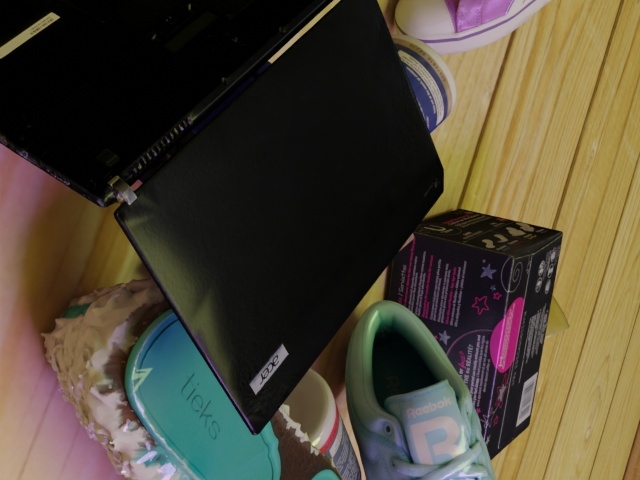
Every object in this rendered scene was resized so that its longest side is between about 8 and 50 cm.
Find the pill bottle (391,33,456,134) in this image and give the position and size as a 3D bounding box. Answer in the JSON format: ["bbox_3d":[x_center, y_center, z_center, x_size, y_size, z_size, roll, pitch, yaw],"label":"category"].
[{"bbox_3d":[0.034,-0.096,0.794,0.169,0.094,0.094,-44,138,-29],"label":"pill bottle"}]

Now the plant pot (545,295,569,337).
[{"bbox_3d":[0.243,0.083,1.193,0.134,0.134,0.095,-10,84,-56],"label":"plant pot"}]

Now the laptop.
[{"bbox_3d":[-0.074,-0.070,0.544,0.234,0.264,0.136,-50,164,-35],"label":"laptop"}]

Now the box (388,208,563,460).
[{"bbox_3d":[0.166,0.104,1.050,0.163,0.142,0.247,-17,118,-55],"label":"box"}]

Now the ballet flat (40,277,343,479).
[{"bbox_3d":[-0.067,0.187,0.680,0.147,0.147,0.409,-48,125,-36],"label":"ballet flat"}]

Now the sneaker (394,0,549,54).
[{"bbox_3d":[0.180,-0.288,0.831,0.282,0.102,0.161,-29,149,6],"label":"sneaker"}]

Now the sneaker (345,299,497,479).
[{"bbox_3d":[0.096,0.209,0.833,0.135,0.366,0.150,-20,138,-8],"label":"sneaker"}]

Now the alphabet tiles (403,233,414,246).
[{"bbox_3d":[0.000,0.000,0.756,0.237,0.009,0.198,-41,148,-7],"label":"alphabet tiles"}]

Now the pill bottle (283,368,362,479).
[{"bbox_3d":[-0.021,0.203,0.828,0.108,0.108,0.180,-53,142,-31],"label":"pill bottle"}]

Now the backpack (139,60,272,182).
[{"bbox_3d":[-0.065,-0.065,0.630,0.098,0.120,0.101,40,60,-11],"label":"backpack"}]
